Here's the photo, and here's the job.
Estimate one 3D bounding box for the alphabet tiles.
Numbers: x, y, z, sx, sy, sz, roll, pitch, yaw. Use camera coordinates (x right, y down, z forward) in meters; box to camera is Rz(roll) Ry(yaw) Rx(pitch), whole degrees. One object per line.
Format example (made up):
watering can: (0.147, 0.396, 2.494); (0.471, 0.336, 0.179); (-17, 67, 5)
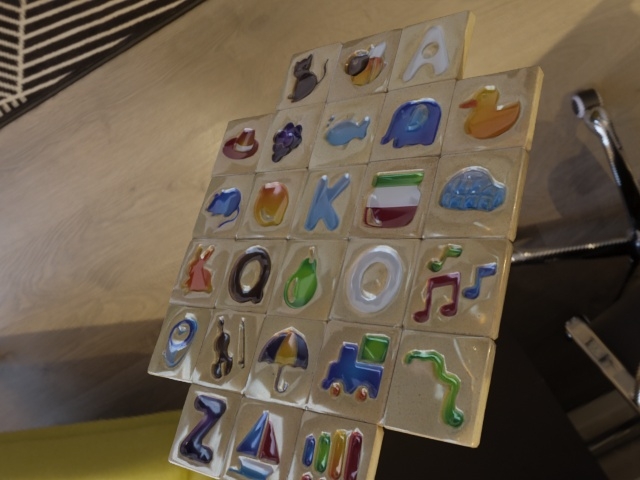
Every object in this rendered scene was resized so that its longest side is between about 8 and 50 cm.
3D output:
alphabet tiles: (0.000, 0.000, 0.460); (0.011, 0.285, 0.342); (32, 66, -44)
